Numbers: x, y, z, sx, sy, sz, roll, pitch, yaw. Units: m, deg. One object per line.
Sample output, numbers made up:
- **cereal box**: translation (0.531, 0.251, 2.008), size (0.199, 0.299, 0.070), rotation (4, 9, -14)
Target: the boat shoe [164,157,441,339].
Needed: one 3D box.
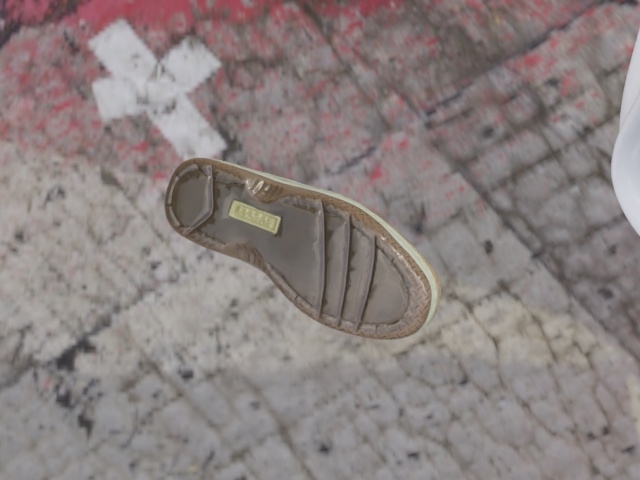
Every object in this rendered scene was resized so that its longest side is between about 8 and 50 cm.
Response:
- **boat shoe**: translation (0.000, 0.000, 0.843), size (0.072, 0.190, 0.068), rotation (9, 108, -55)

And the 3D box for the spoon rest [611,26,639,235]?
- **spoon rest**: translation (0.181, -0.090, 0.738), size (0.084, 0.137, 0.276), rotation (-3, 127, 20)
